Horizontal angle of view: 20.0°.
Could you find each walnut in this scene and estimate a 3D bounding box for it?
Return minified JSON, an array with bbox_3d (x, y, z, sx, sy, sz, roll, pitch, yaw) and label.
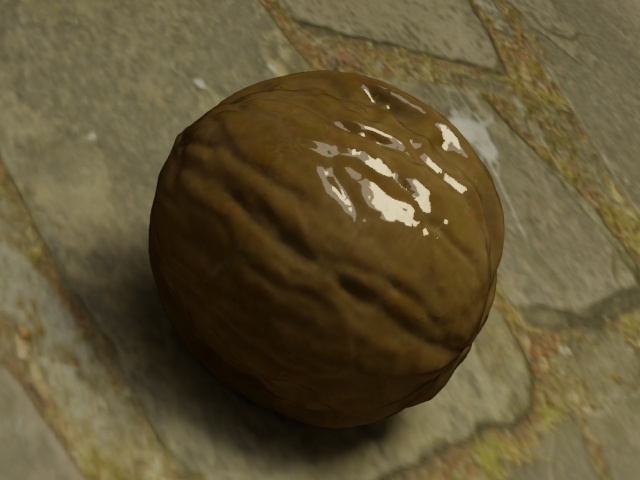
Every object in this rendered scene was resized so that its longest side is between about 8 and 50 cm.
[{"bbox_3d":[0.000,0.000,1.041,0.213,0.213,0.213,19,31,-12],"label":"walnut"}]
